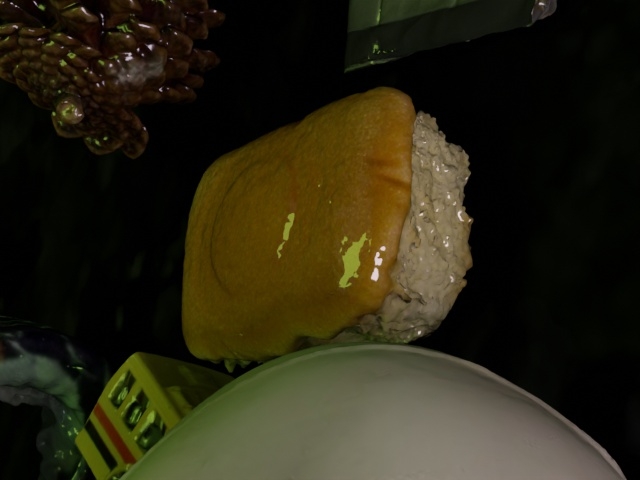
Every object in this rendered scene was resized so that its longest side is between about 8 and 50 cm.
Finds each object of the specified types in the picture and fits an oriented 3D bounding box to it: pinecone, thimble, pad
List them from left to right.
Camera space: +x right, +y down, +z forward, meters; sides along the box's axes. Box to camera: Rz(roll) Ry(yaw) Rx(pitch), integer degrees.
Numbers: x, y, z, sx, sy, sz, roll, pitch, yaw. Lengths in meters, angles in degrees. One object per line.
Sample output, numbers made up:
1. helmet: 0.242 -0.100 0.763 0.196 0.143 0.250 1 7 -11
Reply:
1. thimble: -0.263 0.181 1.437 0.150 0.237 0.237 5 84 60
2. pinecone: -0.163 -0.185 1.449 0.168 0.212 0.186 39 160 20
3. pad: 0.089 -0.213 1.219 0.233 0.022 0.174 -9 73 56

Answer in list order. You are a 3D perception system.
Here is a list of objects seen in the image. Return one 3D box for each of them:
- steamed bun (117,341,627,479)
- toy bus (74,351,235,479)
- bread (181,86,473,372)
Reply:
1. steamed bun: 0.013 0.239 0.919 0.334 0.334 0.374 28 89 55
2. toy bus: -0.059 0.210 1.221 0.123 0.121 0.335 -60 36 13
3. bread: 0.000 0.000 1.195 0.245 0.121 0.174 -19 66 55
